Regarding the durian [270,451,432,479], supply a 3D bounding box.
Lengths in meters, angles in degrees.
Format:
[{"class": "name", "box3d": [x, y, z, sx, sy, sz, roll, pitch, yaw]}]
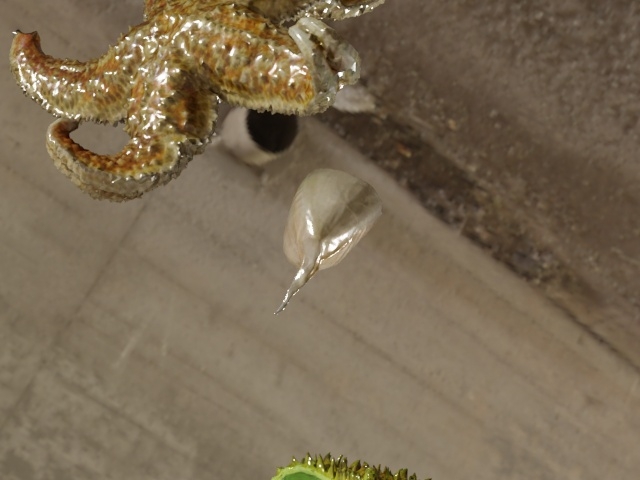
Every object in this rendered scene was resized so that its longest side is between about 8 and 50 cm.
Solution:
[{"class": "durian", "box3d": [0.028, 0.297, 1.000, 0.176, 0.200, 0.237, 43, 148, -16]}]

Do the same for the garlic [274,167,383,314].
[{"class": "garlic", "box3d": [0.003, -0.005, 1.151, 0.090, 0.129, 0.198, 27, -163, -2]}]

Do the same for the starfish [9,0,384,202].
[{"class": "starfish", "box3d": [-0.089, -0.159, 0.828, 0.113, 0.312, 0.303, 66, -178, -47]}]
